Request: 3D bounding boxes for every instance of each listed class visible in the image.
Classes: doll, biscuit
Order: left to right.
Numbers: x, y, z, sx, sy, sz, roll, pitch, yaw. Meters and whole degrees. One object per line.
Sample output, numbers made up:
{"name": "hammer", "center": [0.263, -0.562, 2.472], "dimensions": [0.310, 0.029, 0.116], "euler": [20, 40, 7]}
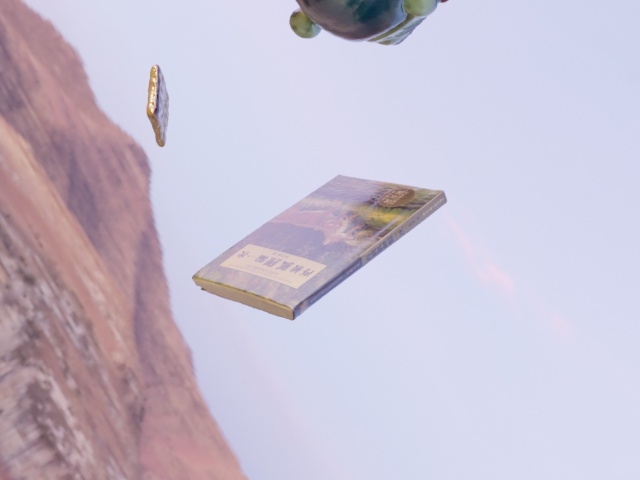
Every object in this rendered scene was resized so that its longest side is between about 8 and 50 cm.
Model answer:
{"name": "biscuit", "center": [-0.212, -0.176, 1.323], "dimensions": [0.081, 0.018, 0.083], "euler": [86, 4, -65]}
{"name": "doll", "center": [0.045, -0.322, 1.150], "dimensions": [0.186, 0.198, 0.322], "euler": [27, -2, -18]}

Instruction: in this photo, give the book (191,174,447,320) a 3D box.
{"name": "book", "center": [0.000, 0.000, 1.032], "dimensions": [0.160, 0.228, 0.024], "euler": [13, -51, 47]}
